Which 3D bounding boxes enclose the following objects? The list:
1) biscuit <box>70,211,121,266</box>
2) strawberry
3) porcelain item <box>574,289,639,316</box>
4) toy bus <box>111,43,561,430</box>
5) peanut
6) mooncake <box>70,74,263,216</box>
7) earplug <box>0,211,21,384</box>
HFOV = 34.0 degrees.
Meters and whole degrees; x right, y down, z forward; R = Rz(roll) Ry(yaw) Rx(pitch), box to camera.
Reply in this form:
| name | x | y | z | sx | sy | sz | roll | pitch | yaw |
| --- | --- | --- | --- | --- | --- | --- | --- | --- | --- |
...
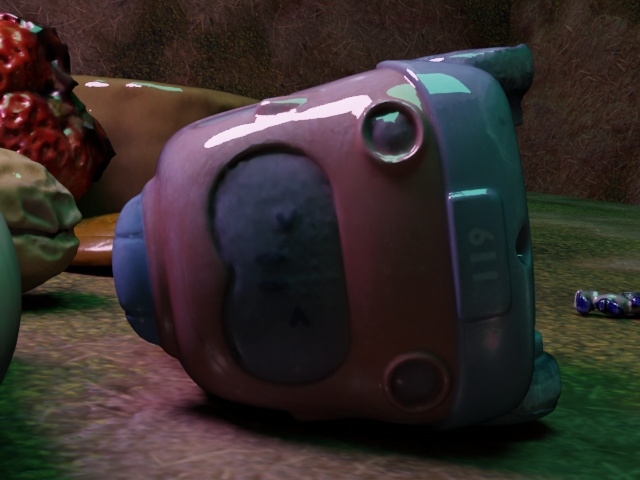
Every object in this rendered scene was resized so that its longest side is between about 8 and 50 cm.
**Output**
| name | x | y | z | sx | sy | sz | roll | pitch | yaw |
| --- | --- | --- | --- | --- | --- | --- | --- | --- | --- |
| biscuit | -0.180 | -0.009 | 1.099 | 0.262 | 0.037 | 0.262 | -4 | 7 | 0 |
| strawberry | -0.389 | -0.104 | 1.130 | 0.288 | 0.250 | 0.238 | -41 | 13 | -27 |
| porcelain item | 0.304 | 0.062 | 0.947 | 0.136 | 0.021 | 0.075 | 1 | 11 | -25 |
| toy bus | 0.000 | 0.000 | 0.610 | 0.232 | 0.197 | 0.294 | -6 | 8 | -4 |
| peanut | -0.304 | -0.011 | 0.756 | 0.130 | 0.130 | 0.290 | 9 | 9 | 40 |
| mooncake | -0.235 | -0.107 | 1.441 | 0.378 | 0.200 | 0.378 | 7 | 3 | 0 |
| earplug | -0.214 | 0.007 | 0.464 | 0.185 | 0.185 | 0.324 | 1 | 11 | -29 |
